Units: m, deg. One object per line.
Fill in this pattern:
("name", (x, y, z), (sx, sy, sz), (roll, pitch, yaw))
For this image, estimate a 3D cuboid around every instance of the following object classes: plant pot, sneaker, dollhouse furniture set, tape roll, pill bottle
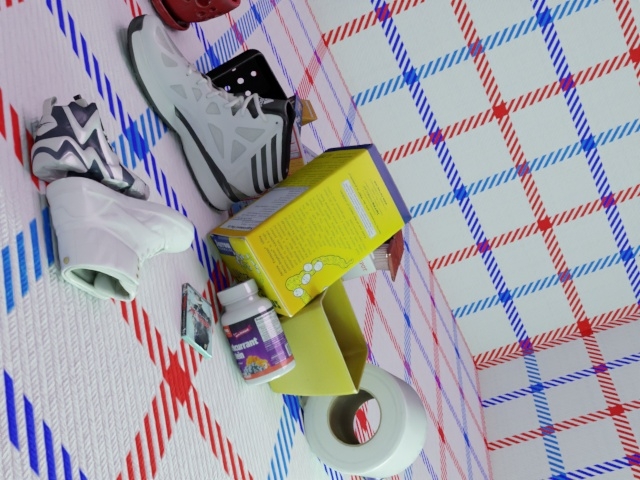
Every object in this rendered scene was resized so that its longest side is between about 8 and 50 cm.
("plant pot", (-0.308, -0.607, 1.817), (0.191, 0.174, 0.191), (-21, 90, -75))
("sneaker", (-0.298, 0.023, 1.194), (0.292, 0.108, 0.169), (21, 51, -56))
("dollhouse furniture set", (0.115, -0.068, 2.273), (0.152, 0.201, 0.374), (-66, 150, -46))
("tape roll", (0.105, 0.411, 1.749), (0.169, 0.246, 0.246), (40, 32, -61))
("pill bottle", (-0.132, 0.178, 1.514), (0.194, 0.108, 0.108), (68, 16, -2))
("plant pot", (-0.193, -0.370, 1.918), (0.187, 0.188, 0.167), (58, 6, -32))
("plant pot", (-0.029, 0.213, 1.651), (0.212, 0.187, 0.212), (-60, 130, -70))
("sneaker", (-0.202, -0.302, 1.623), (0.448, 0.257, 0.169), (63, 17, -20))
("sneaker", (-0.357, -0.149, 1.213), (0.235, 0.094, 0.153), (21, 57, -56))

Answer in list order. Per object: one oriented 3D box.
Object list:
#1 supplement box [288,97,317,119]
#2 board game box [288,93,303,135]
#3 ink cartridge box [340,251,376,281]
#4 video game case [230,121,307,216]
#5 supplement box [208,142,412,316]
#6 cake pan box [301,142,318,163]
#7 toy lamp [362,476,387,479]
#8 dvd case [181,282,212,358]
("supplement box", (-0.082, -0.415, 2.499), (0.080, 0.078, 0.233), (68, 15, -4))
("board game box", (-0.130, -0.284, 2.010), (0.042, 0.165, 0.243), (59, 18, -31))
("ink cartridge box", (0.000, 0.000, 1.916), (0.171, 0.232, 0.168), (63, 15, -45))
("video game case", (-0.127, -0.153, 1.813), (0.025, 0.204, 0.285), (109, -32, -65))
("supplement box", (-0.020, -0.029, 1.624), (0.194, 0.356, 0.195), (6, -51, 60))
("cake pan box", (-0.020, -0.164, 2.404), (0.267, 0.070, 0.246), (27, 42, -66))
("toy lamp", (0.173, 0.643, 1.984), (0.080, 0.080, 0.275), (-84, 151, -58))
("dvd case", (-0.227, 0.147, 1.413), (0.087, 0.013, 0.119), (53, 22, -44))
